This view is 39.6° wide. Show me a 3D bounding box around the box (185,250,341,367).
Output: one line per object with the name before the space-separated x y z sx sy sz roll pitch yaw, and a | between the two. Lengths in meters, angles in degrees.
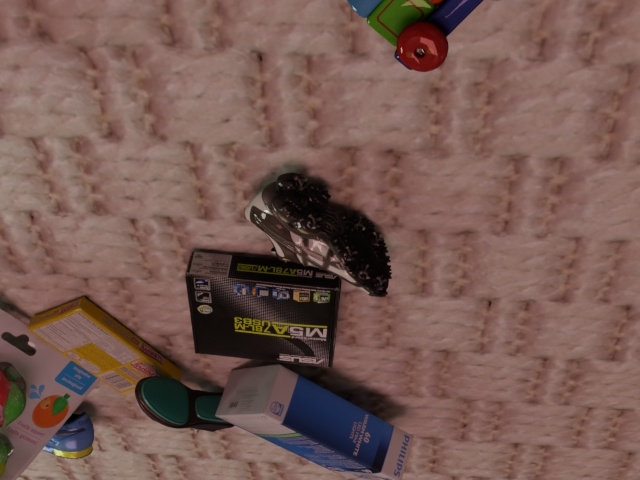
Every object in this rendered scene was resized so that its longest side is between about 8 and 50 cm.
box | -0.072 0.092 1.143 0.190 0.045 0.184 6 139 1

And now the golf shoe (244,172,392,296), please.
golf shoe | 0.000 0.000 1.013 0.094 0.077 0.198 -20 127 43

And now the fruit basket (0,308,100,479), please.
fruit basket | -0.506 0.258 1.200 0.353 0.165 0.327 -46 134 -3

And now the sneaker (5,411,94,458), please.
sneaker | -0.459 0.291 1.428 0.209 0.069 0.082 5 108 15

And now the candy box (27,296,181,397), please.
candy box | -0.303 0.156 1.263 0.105 0.027 0.206 -22 133 25

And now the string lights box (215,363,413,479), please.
string lights box | -0.007 0.271 1.294 0.259 0.077 0.133 32 153 -28

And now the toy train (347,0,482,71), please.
toy train | 0.105 -0.257 0.675 0.143 0.105 0.248 37 133 -13

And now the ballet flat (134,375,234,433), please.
ballet flat | -0.204 0.246 1.296 0.074 0.074 0.203 -26 149 32
